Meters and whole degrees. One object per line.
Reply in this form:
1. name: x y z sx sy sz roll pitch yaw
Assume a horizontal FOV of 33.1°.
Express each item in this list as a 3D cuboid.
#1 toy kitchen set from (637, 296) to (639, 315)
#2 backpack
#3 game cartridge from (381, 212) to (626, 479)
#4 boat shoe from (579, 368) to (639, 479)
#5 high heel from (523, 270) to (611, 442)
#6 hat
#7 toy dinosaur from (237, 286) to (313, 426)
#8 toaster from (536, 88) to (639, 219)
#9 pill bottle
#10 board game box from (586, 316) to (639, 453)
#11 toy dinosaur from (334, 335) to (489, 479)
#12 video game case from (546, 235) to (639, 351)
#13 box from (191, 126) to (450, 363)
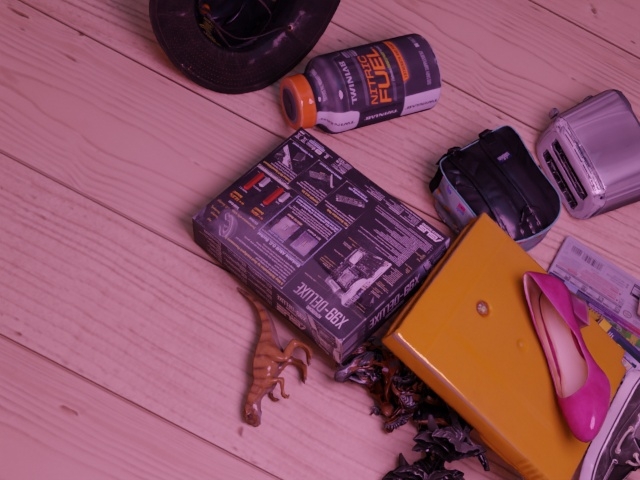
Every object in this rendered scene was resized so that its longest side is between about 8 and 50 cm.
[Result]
1. toy kitchen set: 0.636 0.086 1.753 0.207 0.122 0.166 34 59 -30
2. backpack: 0.281 -0.061 1.705 0.166 0.144 0.188 -28 65 -22
3. game cartridge: 0.275 0.158 1.539 0.323 0.053 0.285 45 52 -5
4. boat shoe: 0.445 0.297 1.565 0.078 0.070 0.219 23 90 -46
5. high heel: 0.330 0.155 1.481 0.117 0.082 0.244 29 49 -28
6. hat: -0.130 -0.410 1.733 0.331 0.331 0.134 -12 30 -18
7. toy dinosaur: -0.071 0.163 1.571 0.112 0.064 0.211 7 66 -9
8. toaster: 0.465 -0.131 1.793 0.146 0.129 0.227 -21 76 -17
9. pill bottle: 0.061 -0.247 1.739 0.246 0.130 0.130 -17 73 -19
10. board game box: 0.427 0.228 1.657 0.141 0.048 0.170 43 75 6
11. toy dinosaur: 0.178 0.235 1.563 0.322 0.164 0.218 3 48 10
12. video game case: 0.445 0.116 1.739 0.201 0.023 0.183 33 64 0
13. box: 0.000 0.000 1.611 0.307 0.076 0.242 38 64 20
